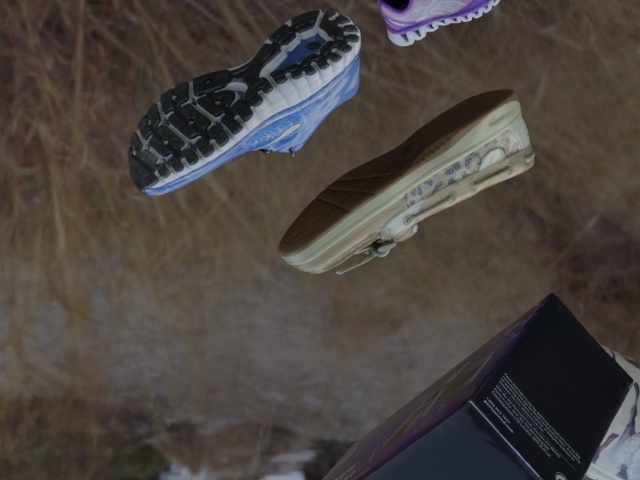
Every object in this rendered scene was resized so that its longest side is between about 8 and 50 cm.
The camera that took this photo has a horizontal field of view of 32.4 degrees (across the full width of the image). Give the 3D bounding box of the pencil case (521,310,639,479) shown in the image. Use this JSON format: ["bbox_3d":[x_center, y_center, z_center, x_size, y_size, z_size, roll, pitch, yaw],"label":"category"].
[{"bbox_3d":[0.374,0.238,1.349,0.410,0.183,0.160,27,138,-16],"label":"pencil case"}]

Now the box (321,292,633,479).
[{"bbox_3d":[0.094,0.178,0.850,0.103,0.184,0.261,50,125,5],"label":"box"}]

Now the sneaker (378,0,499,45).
[{"bbox_3d":[0.191,-0.403,1.775,0.236,0.095,0.104,-22,139,26],"label":"sneaker"}]

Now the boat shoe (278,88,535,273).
[{"bbox_3d":[0.091,-0.042,1.051,0.285,0.104,0.089,-33,110,-15],"label":"boat shoe"}]

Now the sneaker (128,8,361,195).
[{"bbox_3d":[-0.082,-0.143,1.366,0.330,0.130,0.147,-31,145,-6],"label":"sneaker"}]
